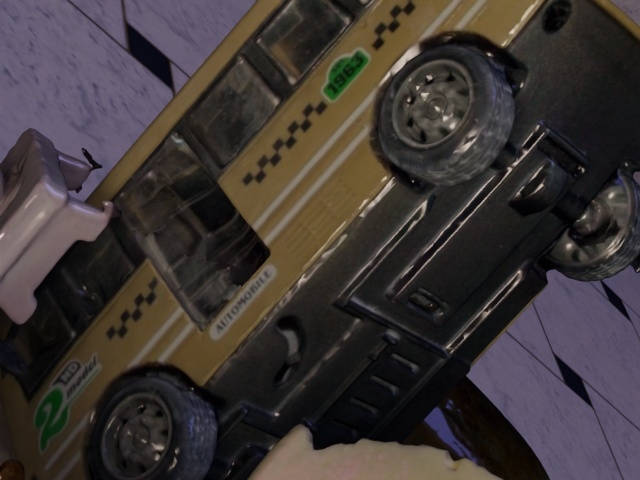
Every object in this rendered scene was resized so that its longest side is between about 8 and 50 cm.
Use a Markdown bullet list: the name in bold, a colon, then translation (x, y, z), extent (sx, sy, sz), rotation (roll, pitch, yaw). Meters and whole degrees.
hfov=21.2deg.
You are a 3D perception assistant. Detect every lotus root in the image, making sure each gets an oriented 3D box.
- **lotus root**: translation (0.065, 0.143, 1.127), extent (0.241, 0.123, 0.124), rotation (50, 8, -12)

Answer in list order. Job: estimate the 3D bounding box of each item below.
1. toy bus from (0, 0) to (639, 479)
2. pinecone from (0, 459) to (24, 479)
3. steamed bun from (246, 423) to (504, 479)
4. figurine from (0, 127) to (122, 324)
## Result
- **toy bus**: translation (0.000, 0.000, 0.865), extent (0.177, 0.365, 0.202), rotation (31, 14, -49)
- **pinecone**: translation (-0.134, 0.158, 0.521), extent (0.212, 0.168, 0.185), rotation (61, 1, -11)
- **steamed bun**: translation (0.032, 0.173, 0.759), extent (0.200, 0.225, 0.170), rotation (-15, 49, -22)
- **figurine**: translation (-0.223, -0.067, 0.795), extent (0.256, 0.144, 0.182), rotation (43, 22, -17)
